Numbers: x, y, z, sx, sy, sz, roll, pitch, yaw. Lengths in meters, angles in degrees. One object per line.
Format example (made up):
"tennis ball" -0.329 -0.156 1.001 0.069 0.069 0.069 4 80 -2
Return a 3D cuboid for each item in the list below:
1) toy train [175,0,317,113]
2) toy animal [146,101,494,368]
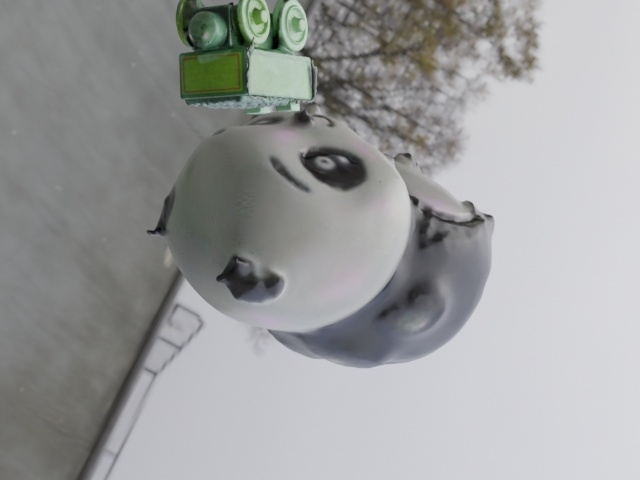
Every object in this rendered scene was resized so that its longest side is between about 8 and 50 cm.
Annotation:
"toy train" -0.120 -0.301 1.750 0.272 0.159 0.188 -11 100 -63
"toy animal" 0.000 0.000 1.039 0.251 0.310 0.251 -16 -112 44
